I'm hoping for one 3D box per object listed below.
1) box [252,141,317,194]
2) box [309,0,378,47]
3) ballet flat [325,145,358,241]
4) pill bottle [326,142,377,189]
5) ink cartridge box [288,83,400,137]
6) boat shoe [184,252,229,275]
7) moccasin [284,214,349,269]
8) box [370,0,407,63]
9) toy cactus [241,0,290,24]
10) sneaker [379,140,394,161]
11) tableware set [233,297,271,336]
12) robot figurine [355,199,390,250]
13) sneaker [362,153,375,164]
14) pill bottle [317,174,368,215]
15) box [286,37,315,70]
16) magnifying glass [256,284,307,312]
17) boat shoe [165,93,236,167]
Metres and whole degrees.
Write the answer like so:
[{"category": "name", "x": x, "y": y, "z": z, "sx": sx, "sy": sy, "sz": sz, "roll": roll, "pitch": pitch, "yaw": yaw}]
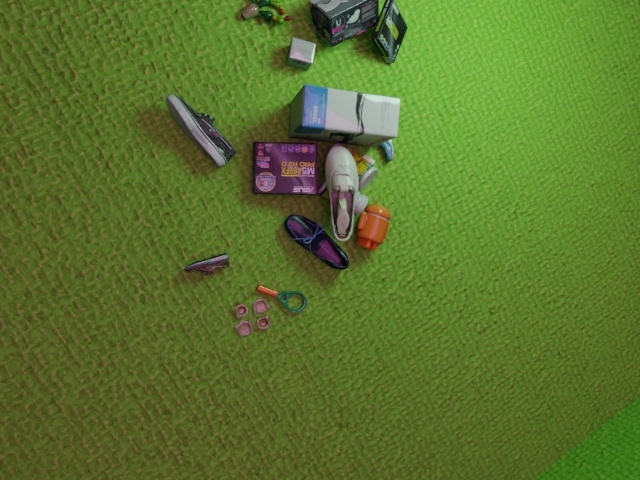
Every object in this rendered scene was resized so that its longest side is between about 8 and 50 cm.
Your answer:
[{"category": "box", "x": -0.148, "y": -0.301, "z": 1.832, "sx": 0.271, "sy": 0.060, "sz": 0.216, "roll": 1, "pitch": 92, "yaw": -2}, {"category": "box", "x": 0.100, "y": -0.956, "z": 1.821, "sx": 0.247, "sy": 0.142, "sz": 0.163, "roll": -31, "pitch": 63, "yaw": -12}, {"category": "ballet flat", "x": 0.093, "y": -0.178, "z": 1.775, "sx": 0.139, "sy": 0.139, "sz": 0.399, "roll": -6, "pitch": 109, "yaw": -14}, {"category": "pill bottle", "x": 0.131, "y": -0.324, "z": 1.876, "sx": 0.208, "sy": 0.117, "sz": 0.117, "roll": 41, "pitch": 81, "yaw": 13}, {"category": "ink cartridge box", "x": 0.090, "y": -0.502, "z": 1.796, "sx": 0.396, "sy": 0.285, "sz": 0.166, "roll": 3, "pitch": 93, "yaw": -14}, {"category": "boat shoe", "x": -0.464, "y": 0.109, "z": 1.794, "sx": 0.184, "sy": 0.066, "sz": 0.066, "roll": -16, "pitch": 98, "yaw": -13}, {"category": "moccasin", "x": 0.000, "y": 0.000, "z": 1.884, "sx": 0.342, "sy": 0.117, "sz": 0.137, "roll": 34, "pitch": 84, "yaw": -14}, {"category": "box", "x": 0.303, "y": -0.908, "z": 1.901, "sx": 0.191, "sy": 0.045, "sz": 0.184, "roll": 27, "pitch": 87, "yaw": -57}, {"category": "toy cactus", "x": -0.241, "y": -0.970, "z": 1.791, "sx": 0.181, "sy": 0.112, "sz": 0.218, "roll": -35, "pitch": 109, "yaw": -1}, {"category": "sneaker", "x": 0.289, "y": -0.435, "z": 1.978, "sx": 0.073, "sy": 0.063, "sz": 0.161, "roll": -13, "pitch": 92, "yaw": 4}, {"category": "tableware set", "x": -0.292, "y": 0.330, "z": 1.875, "sx": 0.169, "sy": 0.020, "sz": 0.140, "roll": -15, "pitch": 96, "yaw": -13}, {"category": "robot figurine", "x": 0.236, "y": -0.067, "z": 1.940, "sx": 0.158, "sy": 0.128, "sz": 0.219, "roll": 19, "pitch": 89, "yaw": -5}, {"category": "sneaker", "x": 0.179, "y": -0.328, "z": 1.952, "sx": 0.070, "sy": 0.051, "sz": 0.134, "roll": 40, "pitch": 84, "yaw": -6}, {"category": "pill bottle", "x": 0.097, "y": -0.204, "z": 1.899, "sx": 0.209, "sy": 0.119, "sz": 0.119, "roll": 32, "pitch": 85, "yaw": -14}, {"category": "box", "x": -0.084, "y": -0.782, "z": 1.832, "sx": 0.101, "sy": 0.102, "sz": 0.087, "roll": 9, "pitch": 92, "yaw": -14}, {"category": "magnifying glass", "x": -0.168, "y": 0.246, "z": 1.903, "sx": 0.231, "sy": 0.026, "sz": 0.092, "roll": 23, "pitch": 87, "yaw": -16}, {"category": "boat shoe", "x": -0.474, "y": -0.453, "z": 1.751, "sx": 0.119, "sy": 0.121, "sz": 0.335, "roll": -45, "pitch": 113, "yaw": -17}]
